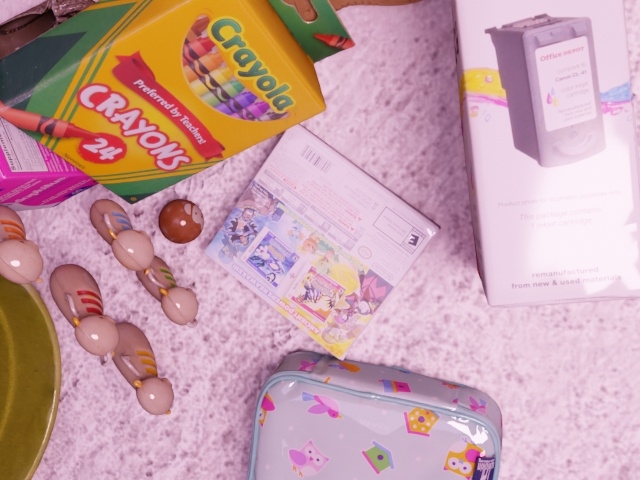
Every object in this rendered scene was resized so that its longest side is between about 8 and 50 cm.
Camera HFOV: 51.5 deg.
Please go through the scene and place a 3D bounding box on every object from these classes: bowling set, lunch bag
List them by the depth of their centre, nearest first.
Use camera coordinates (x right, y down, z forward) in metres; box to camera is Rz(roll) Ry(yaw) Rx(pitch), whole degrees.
[{"bbox_3d":[-0.203,0.032,0.721,0.200,0.287,0.154,-42,41,-8],"label":"bowling set"},{"bbox_3d":[0.060,0.256,0.734,0.279,0.108,0.224,11,98,12],"label":"lunch bag"}]

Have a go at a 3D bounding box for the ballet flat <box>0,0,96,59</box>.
[{"bbox_3d":[-0.381,-0.234,0.811,0.250,0.058,0.084,-20,90,14],"label":"ballet flat"}]

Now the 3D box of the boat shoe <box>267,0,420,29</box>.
[{"bbox_3d":[0.038,-0.302,0.690,0.277,0.098,0.096,-11,62,3],"label":"boat shoe"}]

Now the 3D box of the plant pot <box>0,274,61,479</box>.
[{"bbox_3d":[-0.573,0.171,0.774,0.353,0.366,0.366,5,97,24],"label":"plant pot"}]

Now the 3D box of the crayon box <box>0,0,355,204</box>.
[{"bbox_3d":[-0.136,-0.170,0.678,0.318,0.202,0.081,-24,57,17],"label":"crayon box"}]

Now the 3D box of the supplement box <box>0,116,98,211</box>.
[{"bbox_3d":[-0.340,-0.099,0.732,0.111,0.220,0.114,-23,90,15],"label":"supplement box"}]

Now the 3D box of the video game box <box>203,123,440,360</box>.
[{"bbox_3d":[0.000,0.000,0.753,0.205,0.048,0.187,38,100,7],"label":"video game box"}]

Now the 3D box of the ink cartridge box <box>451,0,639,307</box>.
[{"bbox_3d":[0.195,-0.109,0.605,0.131,0.226,0.306,-7,93,12],"label":"ink cartridge box"}]
